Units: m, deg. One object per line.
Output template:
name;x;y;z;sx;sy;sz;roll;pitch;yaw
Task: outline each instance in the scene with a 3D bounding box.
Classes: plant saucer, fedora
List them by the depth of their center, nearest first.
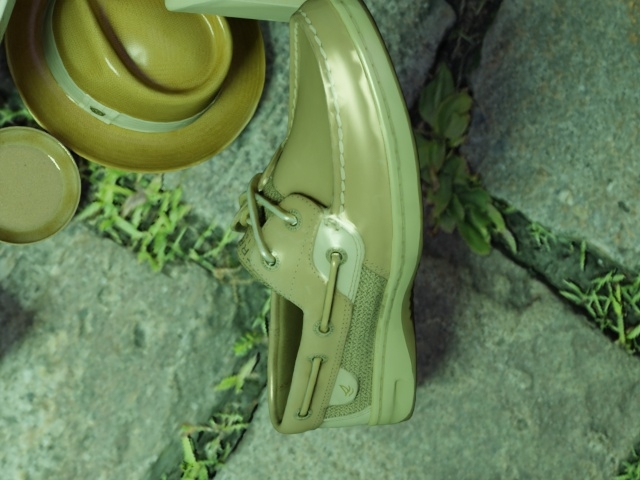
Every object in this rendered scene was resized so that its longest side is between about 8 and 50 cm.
plant saucer;-0.211;-0.038;0.780;0.083;0.015;0.083;1;88;-21
fedora;-0.123;-0.141;0.782;0.194;0.079;0.194;1;87;-20

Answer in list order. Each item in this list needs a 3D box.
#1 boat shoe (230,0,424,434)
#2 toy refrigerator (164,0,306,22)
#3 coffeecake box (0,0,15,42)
boat shoe;0.000;0.000;0.743;0.110;0.121;0.341;-11;123;-10
toy refrigerator;-0.039;-0.284;0.724;0.102;0.094;0.269;-2;97;-32
coffeecake box;-0.226;-0.153;0.691;0.068;0.142;0.185;19;95;-17
